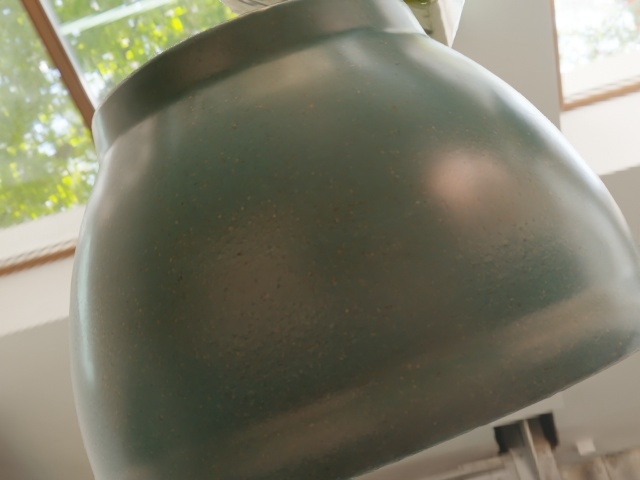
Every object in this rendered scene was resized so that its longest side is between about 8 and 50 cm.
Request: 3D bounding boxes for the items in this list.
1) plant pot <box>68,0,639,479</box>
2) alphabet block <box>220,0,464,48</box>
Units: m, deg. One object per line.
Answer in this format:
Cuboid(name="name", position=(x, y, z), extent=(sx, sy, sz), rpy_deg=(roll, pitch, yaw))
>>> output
Cuboid(name="plant pot", position=(0.000, 0.000, 0.484), extent=(0.293, 0.293, 0.196), rpy_deg=(-21, -96, -2))
Cuboid(name="alphabet block", position=(0.020, -0.250, 0.664), extent=(0.192, 0.197, 0.193), rpy_deg=(14, -87, 10))
